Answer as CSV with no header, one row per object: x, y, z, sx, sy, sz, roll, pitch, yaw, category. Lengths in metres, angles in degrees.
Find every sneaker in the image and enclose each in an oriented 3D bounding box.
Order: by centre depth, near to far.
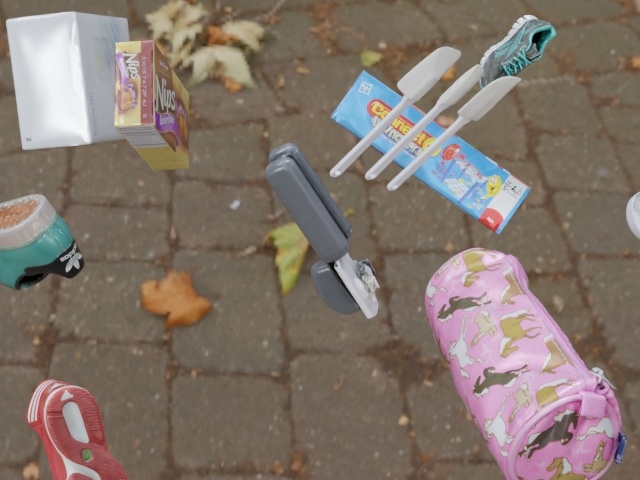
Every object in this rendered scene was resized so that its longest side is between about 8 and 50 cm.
-0.297,0.269,1.377,0.087,0.221,0.128,-12,13,-25,sneaker
-0.442,0.017,1.551,0.302,0.121,0.108,-3,39,44,sneaker
0.327,-0.309,1.870,0.166,0.065,0.076,-53,31,-10,sneaker

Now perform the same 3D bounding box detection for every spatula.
0.126,-0.151,1.461,0.168,0.242,0.019,8,49,-46,spatula

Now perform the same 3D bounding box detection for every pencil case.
0.254,0.157,1.476,0.167,0.160,0.386,-18,30,-3,pencil case

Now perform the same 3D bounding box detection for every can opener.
0.000,0.000,1.511,0.093,0.280,0.074,-20,30,17,can opener

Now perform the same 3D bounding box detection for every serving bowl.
0.505,-0.033,1.762,0.083,0.027,0.083,15,64,-33,serving bowl

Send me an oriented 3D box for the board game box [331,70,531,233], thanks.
0.163,-0.145,1.777,0.302,0.086,0.308,35,6,-4,board game box

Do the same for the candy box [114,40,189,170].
-0.209,-0.165,1.411,0.053,0.186,0.109,-3,77,5,candy box

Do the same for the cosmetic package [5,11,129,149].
-0.433,-0.282,2.000,0.138,0.224,0.225,-4,8,15,cosmetic package
